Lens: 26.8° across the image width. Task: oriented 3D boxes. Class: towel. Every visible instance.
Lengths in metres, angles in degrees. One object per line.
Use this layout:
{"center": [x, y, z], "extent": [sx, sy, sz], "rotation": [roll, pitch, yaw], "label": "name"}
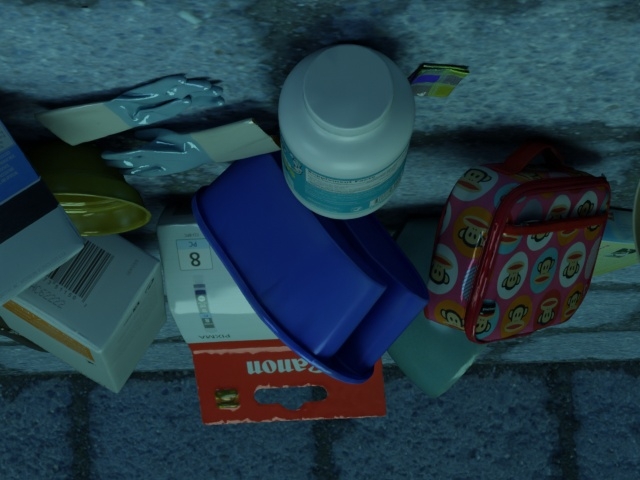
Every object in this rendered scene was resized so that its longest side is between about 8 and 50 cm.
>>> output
{"center": [0.130, -0.180, 1.527], "extent": [0.060, 0.009, 0.083], "rotation": [3, 166, -14], "label": "towel"}

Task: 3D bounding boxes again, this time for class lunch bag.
{"center": [0.269, -0.007, 1.791], "extent": [0.120, 0.258, 0.293], "rotation": [25, -159, 35], "label": "lunch bag"}

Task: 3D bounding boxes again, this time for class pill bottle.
{"center": [0.027, -0.123, 1.467], "extent": [0.146, 0.146, 0.264], "rotation": [-1, 166, -1], "label": "pill bottle"}

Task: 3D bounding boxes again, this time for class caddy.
{"center": [-0.025, 0.029, 1.715], "extent": [0.179, 0.341, 0.241], "rotation": [-46, 148, 17], "label": "caddy"}

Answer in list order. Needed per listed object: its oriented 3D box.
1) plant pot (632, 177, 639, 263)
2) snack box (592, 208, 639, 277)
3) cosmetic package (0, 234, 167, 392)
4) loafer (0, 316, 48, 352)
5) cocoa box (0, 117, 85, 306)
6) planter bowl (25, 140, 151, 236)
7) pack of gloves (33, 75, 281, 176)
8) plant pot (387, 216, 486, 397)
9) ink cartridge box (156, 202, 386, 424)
{"center": [0.569, -0.025, 1.707], "extent": [0.284, 0.284, 0.191], "rotation": [-15, 173, 44], "label": "plant pot"}
{"center": [0.426, 0.016, 2.255], "extent": [0.187, 0.060, 0.322], "rotation": [5, 165, -27], "label": "snack box"}
{"center": [-0.376, 0.087, 2.072], "extent": [0.230, 0.161, 0.453], "rotation": [31, 166, 3], "label": "cosmetic package"}
{"center": [-0.512, 0.124, 2.441], "extent": [0.130, 0.134, 0.366], "rotation": [-13, 163, 39], "label": "loafer"}
{"center": [-0.489, 0.004, 1.594], "extent": [0.231, 0.228, 0.347], "rotation": [-38, -170, -35], "label": "cocoa box"}
{"center": [-0.328, -0.073, 1.745], "extent": [0.217, 0.090, 0.217], "rotation": [-1, 167, 0], "label": "planter bowl"}
{"center": [-0.190, -0.146, 1.610], "extent": [0.232, 0.046, 0.195], "rotation": [-11, 152, 23], "label": "pack of gloves"}
{"center": [0.179, 0.075, 2.123], "extent": [0.195, 0.290, 0.290], "rotation": [35, 162, -1], "label": "plant pot"}
{"center": [-0.067, 0.125, 2.040], "extent": [0.308, 0.385, 0.091], "rotation": [-4, -158, 7], "label": "ink cartridge box"}
